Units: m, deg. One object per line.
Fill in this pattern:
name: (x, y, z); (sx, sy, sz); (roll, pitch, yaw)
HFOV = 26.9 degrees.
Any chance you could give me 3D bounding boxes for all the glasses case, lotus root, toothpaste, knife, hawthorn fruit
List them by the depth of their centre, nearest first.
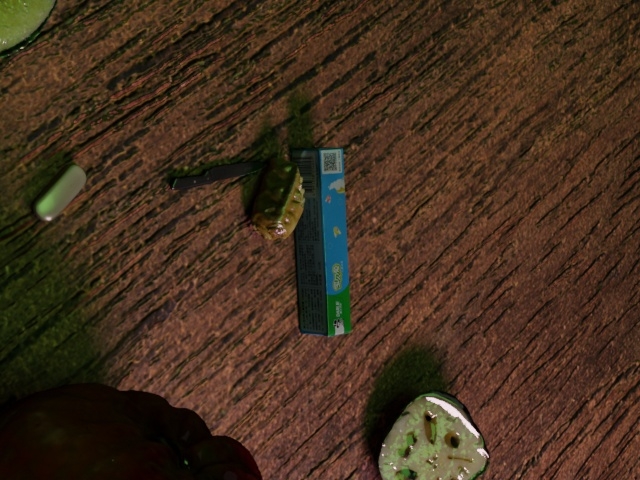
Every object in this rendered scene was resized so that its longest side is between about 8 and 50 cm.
hawthorn fruit: (-0.245, 0.373, 1.511); (0.403, 0.403, 0.402); (-2, 93, -42)
glasses case: (-0.319, -0.058, 1.637); (0.083, 0.021, 0.032); (-53, 124, -27)
knife: (-0.136, -0.090, 1.808); (0.170, 0.010, 0.023); (-15, 107, -42)
toothpaste: (0.000, 0.000, 1.897); (0.050, 0.065, 0.266); (-7, 96, -45)
lotus root: (0.158, 0.330, 2.046); (0.183, 0.078, 0.203); (-28, 103, -23)

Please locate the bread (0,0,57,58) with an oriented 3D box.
bread: (-0.413, -0.350, 1.529); (0.301, 0.045, 0.301); (-3, 95, -41)

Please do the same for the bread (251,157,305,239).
bread: (-0.056, -0.052, 1.848); (0.066, 0.060, 0.110); (25, 74, -24)
